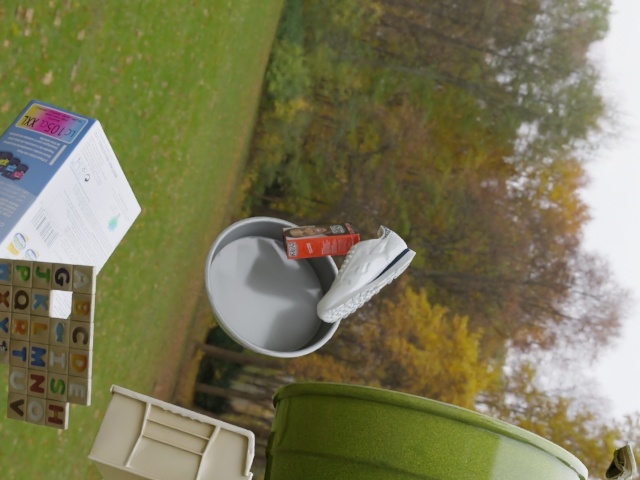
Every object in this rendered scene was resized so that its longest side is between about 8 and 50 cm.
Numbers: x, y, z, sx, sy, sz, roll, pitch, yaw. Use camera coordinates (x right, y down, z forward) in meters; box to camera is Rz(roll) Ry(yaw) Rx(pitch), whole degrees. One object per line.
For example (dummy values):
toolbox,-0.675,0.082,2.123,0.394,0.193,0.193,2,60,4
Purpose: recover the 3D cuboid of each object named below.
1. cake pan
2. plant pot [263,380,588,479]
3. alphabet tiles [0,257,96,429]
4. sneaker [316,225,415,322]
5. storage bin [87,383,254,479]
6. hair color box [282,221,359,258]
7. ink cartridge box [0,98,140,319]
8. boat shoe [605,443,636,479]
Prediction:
cake pan,-0.095,0.094,1.584,0.054,0.293,0.293,-43,-151,52
plant pot,0.072,0.383,0.875,0.366,0.367,0.352,117,-8,-66
alphabet tiles,-0.407,0.148,1.177,0.009,0.198,0.237,2,91,-63
sneaker,0.070,0.064,1.523,0.235,0.095,0.090,-36,167,-29
storage bin,-0.247,0.376,1.393,0.262,0.261,0.123,110,-2,-63
hair color box,0.000,0.000,1.589,0.072,0.141,0.043,-117,-157,-68
ink cartridge box,-0.500,-0.001,1.385,0.270,0.151,0.395,80,31,-55
boat shoe,0.649,0.486,1.758,0.153,0.048,0.056,71,14,-57
